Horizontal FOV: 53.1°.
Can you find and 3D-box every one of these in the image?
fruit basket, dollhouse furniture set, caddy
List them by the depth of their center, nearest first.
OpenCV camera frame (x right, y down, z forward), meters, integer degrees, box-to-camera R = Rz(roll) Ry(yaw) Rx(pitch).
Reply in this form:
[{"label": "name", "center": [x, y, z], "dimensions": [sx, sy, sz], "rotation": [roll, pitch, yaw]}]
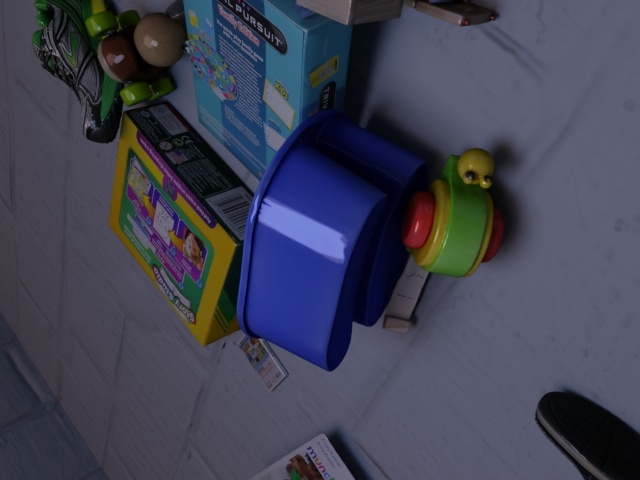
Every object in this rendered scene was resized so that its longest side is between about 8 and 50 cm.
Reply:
[{"label": "dollhouse furniture set", "center": [0.093, -0.291, 0.641], "dimensions": [0.129, 0.184, 0.129], "rotation": [35, 131, 32]}, {"label": "caddy", "center": [0.000, 0.000, 0.840], "dimensions": [0.179, 0.241, 0.341], "rotation": [26, 128, 20]}, {"label": "fruit basket", "center": [-0.008, 0.569, 1.213], "dimensions": [0.327, 0.165, 0.353], "rotation": [56, 137, 11]}]

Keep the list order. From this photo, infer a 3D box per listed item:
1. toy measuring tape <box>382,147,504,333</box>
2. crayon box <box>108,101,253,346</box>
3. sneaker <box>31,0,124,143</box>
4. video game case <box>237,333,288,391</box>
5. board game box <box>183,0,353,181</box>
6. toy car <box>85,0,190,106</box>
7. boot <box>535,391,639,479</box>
[{"label": "toy measuring tape", "center": [0.141, 0.033, 0.801], "dimensions": [0.121, 0.121, 0.330], "rotation": [41, 134, 27]}, {"label": "crayon box", "center": [-0.260, -0.027, 1.231], "dimensions": [0.363, 0.106, 0.313], "rotation": [47, 139, 22]}, {"label": "sneaker", "center": [-0.453, -0.318, 1.196], "dimensions": [0.343, 0.147, 0.134], "rotation": [68, 151, 27]}, {"label": "video game case", "center": [-0.117, 0.236, 1.280], "dimensions": [0.122, 0.011, 0.087], "rotation": [53, 140, 14]}, {"label": "board game box", "center": [-0.079, -0.227, 0.878], "dimensions": [0.254, 0.079, 0.336], "rotation": [45, 153, 23]}, {"label": "toy car", "center": [-0.273, -0.341, 1.098], "dimensions": [0.189, 0.149, 0.155], "rotation": [-19, 103, 23]}, {"label": "boot", "center": [0.332, 0.311, 0.763], "dimensions": [0.236, 0.085, 0.178], "rotation": [40, 137, 27]}]
